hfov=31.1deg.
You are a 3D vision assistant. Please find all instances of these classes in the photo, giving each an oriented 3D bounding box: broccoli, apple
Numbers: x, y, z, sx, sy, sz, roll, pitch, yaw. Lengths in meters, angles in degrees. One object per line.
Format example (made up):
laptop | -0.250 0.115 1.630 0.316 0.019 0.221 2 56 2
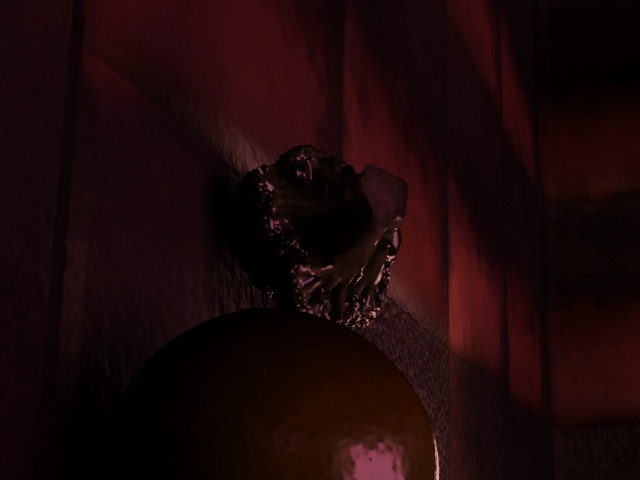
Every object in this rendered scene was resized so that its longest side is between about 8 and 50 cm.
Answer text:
broccoli | 0.000 0.000 0.853 0.145 0.138 0.162 51 39 -4
apple | -0.032 0.133 0.637 0.157 0.196 0.196 6 80 -42
